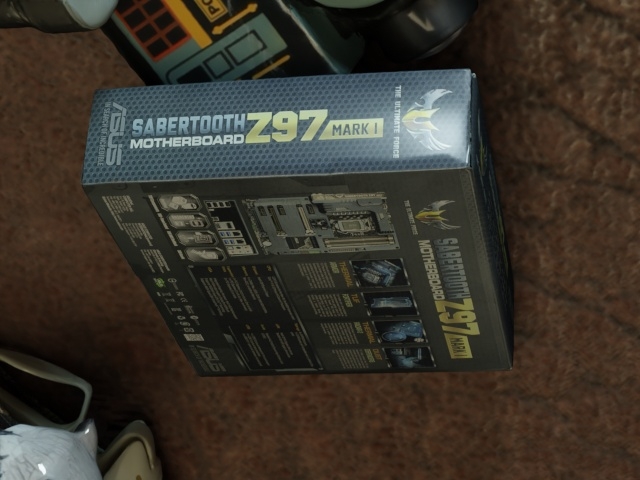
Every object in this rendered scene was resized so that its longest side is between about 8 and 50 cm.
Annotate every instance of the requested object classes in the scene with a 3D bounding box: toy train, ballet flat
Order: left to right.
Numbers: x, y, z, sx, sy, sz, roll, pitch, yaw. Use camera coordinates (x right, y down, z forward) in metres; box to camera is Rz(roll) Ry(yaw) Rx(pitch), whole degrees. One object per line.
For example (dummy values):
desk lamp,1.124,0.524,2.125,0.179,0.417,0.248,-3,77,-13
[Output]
ballet flat,-0.153,0.125,1.024,0.221,0.077,0.079,38,97,-9
toy train,-0.070,-0.204,0.807,0.190,0.142,0.334,-29,108,32

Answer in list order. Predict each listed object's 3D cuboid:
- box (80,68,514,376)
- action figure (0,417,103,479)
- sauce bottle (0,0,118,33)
box,0.000,0.000,0.866,0.183,0.059,0.232,-2,153,12
action figure,-0.253,0.157,0.977,0.330,0.178,0.341,-24,85,34
sauce bottle,-0.263,-0.130,0.813,0.344,0.111,0.111,-2,116,20
